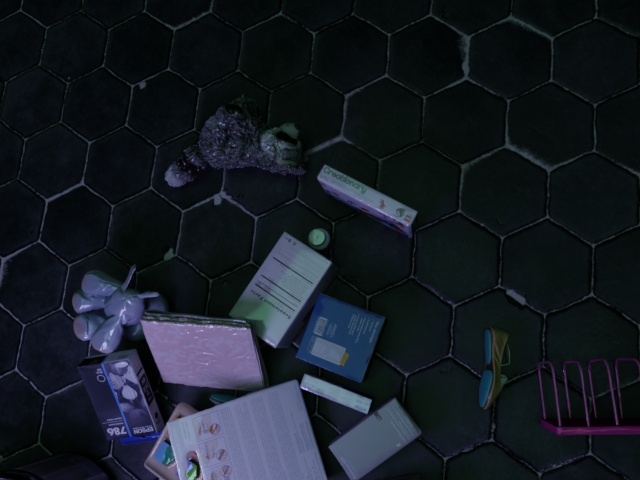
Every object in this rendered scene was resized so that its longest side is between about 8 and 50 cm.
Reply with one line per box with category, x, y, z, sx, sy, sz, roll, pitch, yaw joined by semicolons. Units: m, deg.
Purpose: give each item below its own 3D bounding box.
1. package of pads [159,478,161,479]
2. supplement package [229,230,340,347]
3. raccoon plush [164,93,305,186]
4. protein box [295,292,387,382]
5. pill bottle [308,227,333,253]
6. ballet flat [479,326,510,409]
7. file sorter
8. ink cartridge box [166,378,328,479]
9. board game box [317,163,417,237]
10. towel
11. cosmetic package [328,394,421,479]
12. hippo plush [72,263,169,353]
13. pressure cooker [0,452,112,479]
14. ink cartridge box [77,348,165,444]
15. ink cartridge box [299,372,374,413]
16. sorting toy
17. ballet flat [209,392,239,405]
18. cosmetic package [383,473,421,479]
package of pads;-0.323;0.686;1.671;0.297;0.101;0.229;-17;77;6
supplement package;-0.100;0.152;1.693;0.175;0.177;0.292;33;87;14
raccoon plush;-0.250;-0.243;1.834;0.446;0.216;0.299;-40;89;30
protein box;0.066;0.284;1.660;0.201;0.136;0.199;19;83;13
pill bottle;0.000;0.000;1.733;0.067;0.120;0.067;-2;80;10
ballet flat;0.497;0.362;1.605;0.073;0.080;0.232;8;82;-4
file sorter;0.738;0.402;1.489;0.291;0.202;0.182;-4;78;9
ink cartridge box;-0.204;0.595;1.599;0.385;0.091;0.308;-14;80;-16
board game box;0.145;-0.112;1.692;0.305;0.193;0.053;29;86;13
towel;-0.331;0.327;1.655;0.332;0.316;0.053;4;42;9
cosmetic package;0.154;0.558;1.612;0.238;0.107;0.127;-38;79;-2
hippo plush;-0.588;0.192;1.744;0.294;0.236;0.234;-47;71;8
pressure cooker;-0.813;0.799;1.572;0.370;0.420;0.375;-11;79;7
ink cartridge box;-0.579;0.487;1.690;0.166;0.065;0.332;-12;111;8
ink cartridge box;0.050;0.442;1.654;0.207;0.097;0.046;18;82;13
sorting toy;-0.384;0.599;1.627;0.193;0.038;0.208;27;80;20
ballet flat;-0.246;0.504;1.714;0.189;0.070;0.070;3;80;14
cosmetic package;0.248;0.805;1.521;0.113;0.160;0.309;-13;79;7
